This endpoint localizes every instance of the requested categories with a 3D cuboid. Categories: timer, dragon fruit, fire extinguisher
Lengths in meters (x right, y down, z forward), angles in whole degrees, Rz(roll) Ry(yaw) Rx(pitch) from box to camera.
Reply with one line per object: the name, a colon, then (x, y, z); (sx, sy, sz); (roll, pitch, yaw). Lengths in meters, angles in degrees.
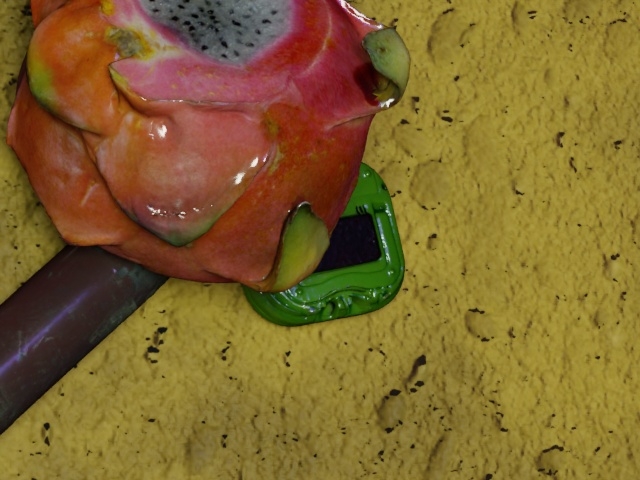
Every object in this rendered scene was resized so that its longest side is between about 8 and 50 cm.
timer: (0.000, 0.000, 1.491); (0.140, 0.047, 0.128); (-9, 82, -27)
dragon fruit: (-0.084, -0.121, 1.363); (0.290, 0.189, 0.291); (14, 47, -15)
fire extinguisher: (-0.179, 0.053, 1.384); (0.267, 0.072, 0.089); (-44, 133, -28)
